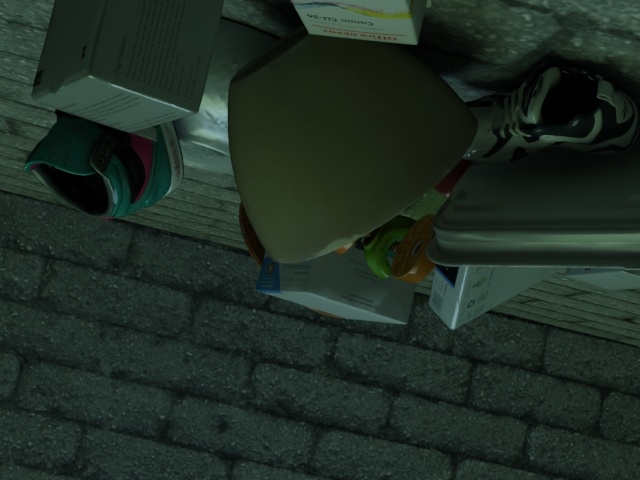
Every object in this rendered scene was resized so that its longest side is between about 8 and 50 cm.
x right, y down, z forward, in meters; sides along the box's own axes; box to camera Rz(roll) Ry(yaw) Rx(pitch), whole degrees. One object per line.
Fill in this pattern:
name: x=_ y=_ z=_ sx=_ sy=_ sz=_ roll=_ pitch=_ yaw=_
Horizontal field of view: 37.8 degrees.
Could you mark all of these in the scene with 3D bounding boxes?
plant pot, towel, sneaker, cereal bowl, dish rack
plant pot: x=0.005 y=-0.136 z=1.050 sx=0.191 sy=0.284 sz=0.284 roll=55 pitch=155 yaw=-17
towel: x=0.188 y=-0.080 z=1.466 sx=0.027 sy=0.148 sz=0.110 roll=51 pitch=-176 yaw=28
sneaker: x=0.231 y=-0.150 z=1.058 sx=0.235 sy=0.094 sz=0.153 roll=8 pitch=168 yaw=29
sneaker: x=-0.272 y=-0.147 z=1.072 sx=0.124 sy=0.178 sz=0.295 roll=1 pitch=122 yaw=31
cereal bowl: x=-0.161 y=-0.181 z=1.267 sx=0.339 sy=0.141 sz=0.339 roll=13 pitch=171 yaw=2
dish rack: x=0.307 y=-0.063 z=1.107 sx=0.333 sy=0.072 sz=0.285 roll=-1 pitch=-151 yaw=31

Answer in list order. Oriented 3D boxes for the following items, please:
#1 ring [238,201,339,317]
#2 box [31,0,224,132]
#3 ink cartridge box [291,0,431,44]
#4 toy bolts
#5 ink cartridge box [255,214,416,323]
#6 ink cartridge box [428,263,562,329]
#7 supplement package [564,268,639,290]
ring: x=0.000 y=0.000 z=1.766 sx=0.336 sy=0.336 sz=0.032 roll=18 pitch=132 yaw=-28
box: x=-0.193 y=-0.218 z=0.946 sx=0.119 sy=0.182 sz=0.181 roll=16 pitch=171 yaw=-32
ink cartridge box: x=0.035 y=-0.238 z=0.861 sx=0.115 sy=0.067 sz=0.198 roll=10 pitch=171 yaw=15
toy bolts: x=0.095 y=-0.069 z=1.317 sx=0.158 sy=0.228 sz=0.218 roll=30 pitch=-177 yaw=-15
ink cartridge box: x=0.047 y=-0.017 z=1.569 sx=0.197 sy=0.270 sz=0.198 roll=19 pitch=169 yaw=-27
ink cartridge box: x=0.303 y=-0.012 z=1.284 sx=0.065 sy=0.333 sz=0.165 roll=50 pitch=153 yaw=34
supplement package: x=0.537 y=0.025 z=1.671 sx=0.105 sy=0.105 sz=0.179 roll=15 pitch=170 yaw=-16
